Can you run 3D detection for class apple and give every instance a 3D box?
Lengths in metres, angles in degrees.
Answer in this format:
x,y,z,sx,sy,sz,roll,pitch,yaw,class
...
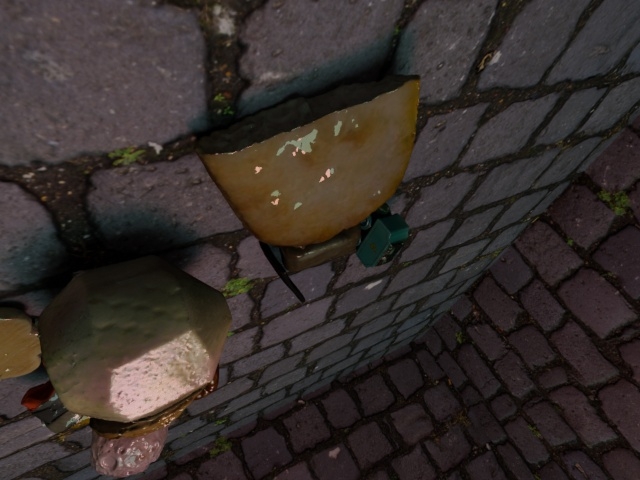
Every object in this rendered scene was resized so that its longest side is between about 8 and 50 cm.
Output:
x,y,z,sx,sy,sz,roll,pitch,yaw,class
-0.416,0.446,1.359,0.156,0.158,0.147,-18,152,-34,apple

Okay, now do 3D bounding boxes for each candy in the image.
x,y,z,sx,sy,sz,roll,pitch,yaw,class
0.000,0.000,1.111,0.234,0.102,0.104,-19,150,-20,candy

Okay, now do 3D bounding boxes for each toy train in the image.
x,y,z,sx,sy,sz,roll,pitch,yaw,class
0.166,-0.014,1.205,0.107,0.154,0.198,-16,148,-35,toy train

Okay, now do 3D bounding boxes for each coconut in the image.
x,y,z,sx,sy,sz,roll,pitch,yaw,class
-0.354,0.189,0.836,0.353,0.352,0.352,-25,152,-14,coconut

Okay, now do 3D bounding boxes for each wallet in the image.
x,y,z,sx,sy,sz,roll,pitch,yaw,class
-0.104,0.094,1.134,0.025,0.124,0.244,-36,154,-9,wallet

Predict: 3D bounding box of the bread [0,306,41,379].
x,y,z,sx,sy,sz,roll,pitch,yaw,class
-0.707,0.224,0.803,0.316,0.054,0.316,-25,151,-15,bread

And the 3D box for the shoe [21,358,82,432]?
x,y,z,sx,sy,sz,roll,pitch,yaw,class
-0.582,0.296,1.001,0.336,0.132,0.171,-45,124,-11,shoe

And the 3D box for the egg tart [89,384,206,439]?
x,y,z,sx,sy,sz,roll,pitch,yaw,class
-0.465,0.378,1.121,0.352,0.150,0.352,-16,-165,4,egg tart

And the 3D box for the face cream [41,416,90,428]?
x,y,z,sx,sy,sz,roll,pitch,yaw,class
-0.640,0.477,1.237,0.349,0.105,0.105,-13,147,-32,face cream

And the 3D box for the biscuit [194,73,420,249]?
x,y,z,sx,sy,sz,roll,pitch,yaw,class
0.013,-0.149,0.877,0.429,0.104,0.446,-29,150,-5,biscuit

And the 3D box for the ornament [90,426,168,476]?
x,y,z,sx,sy,sz,roll,pitch,yaw,class
-0.624,0.632,1.339,0.225,0.259,0.259,1,140,-26,ornament
